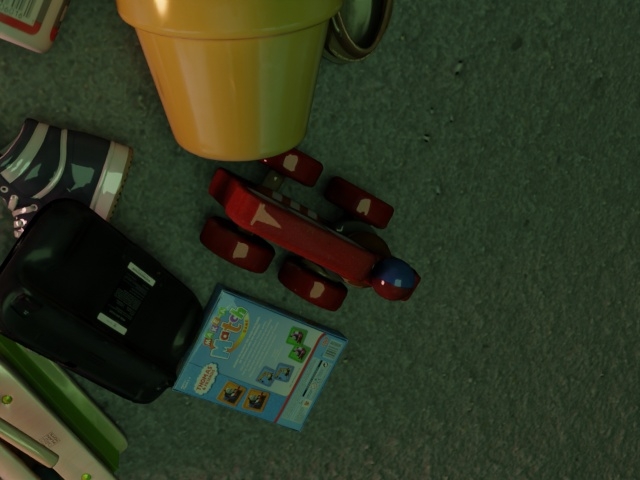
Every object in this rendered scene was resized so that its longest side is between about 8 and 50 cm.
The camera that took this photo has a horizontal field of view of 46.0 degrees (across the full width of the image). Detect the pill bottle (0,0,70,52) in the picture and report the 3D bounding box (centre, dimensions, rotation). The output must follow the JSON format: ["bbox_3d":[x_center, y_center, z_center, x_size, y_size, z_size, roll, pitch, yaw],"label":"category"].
[{"bbox_3d":[-0.309,-0.357,0.783,0.161,0.161,0.283,22,97,-24],"label":"pill bottle"}]

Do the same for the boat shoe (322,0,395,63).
[{"bbox_3d":[0.046,-0.381,0.925,0.123,0.116,0.324,-10,109,-17],"label":"boat shoe"}]

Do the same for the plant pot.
[{"bbox_3d":[-0.099,-0.232,0.865,0.254,0.254,0.238,-11,125,-16],"label":"plant pot"}]

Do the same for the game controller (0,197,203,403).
[{"bbox_3d":[-0.255,0.084,0.913,0.319,0.067,0.166,52,52,-53],"label":"game controller"}]

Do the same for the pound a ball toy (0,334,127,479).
[{"bbox_3d":[-0.378,0.237,0.913,0.136,0.208,0.319,-34,115,0],"label":"pound a ball toy"}]

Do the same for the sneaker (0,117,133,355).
[{"bbox_3d":[-0.348,-0.009,0.910,0.153,0.099,0.282,21,95,-25],"label":"sneaker"}]

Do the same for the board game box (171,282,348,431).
[{"bbox_3d":[-0.087,0.172,1.089,0.212,0.039,0.160,25,96,-25],"label":"board game box"}]

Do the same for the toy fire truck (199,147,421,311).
[{"bbox_3d":[0.000,0.000,0.949,0.302,0.254,0.169,28,95,-24],"label":"toy fire truck"}]
